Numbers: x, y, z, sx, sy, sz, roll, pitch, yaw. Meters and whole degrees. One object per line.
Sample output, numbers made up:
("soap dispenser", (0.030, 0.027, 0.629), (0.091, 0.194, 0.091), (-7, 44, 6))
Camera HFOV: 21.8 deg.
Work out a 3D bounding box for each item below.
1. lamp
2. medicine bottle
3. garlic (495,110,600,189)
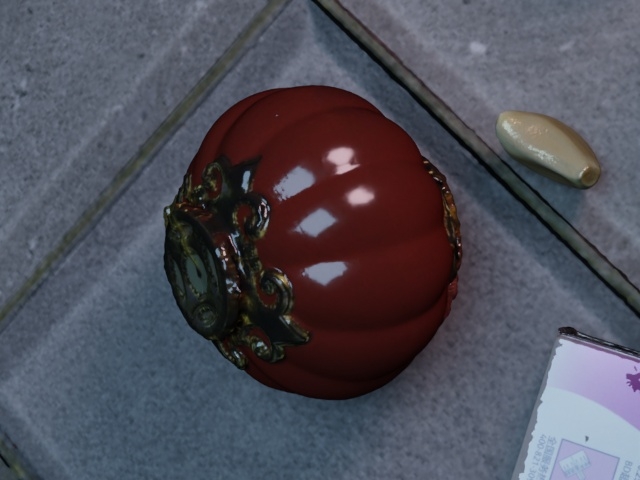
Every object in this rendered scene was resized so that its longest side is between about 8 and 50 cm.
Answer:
("lamp", (0.000, 0.000, 1.175), (0.227, 0.227, 0.227), (-4, 81, 22))
("medicine bottle", (0.215, 0.177, 1.136), (0.171, 0.052, 0.201), (19, 91, 23))
("garlic", (0.167, -0.064, 1.189), (0.083, 0.053, 0.041), (36, 98, 29))
